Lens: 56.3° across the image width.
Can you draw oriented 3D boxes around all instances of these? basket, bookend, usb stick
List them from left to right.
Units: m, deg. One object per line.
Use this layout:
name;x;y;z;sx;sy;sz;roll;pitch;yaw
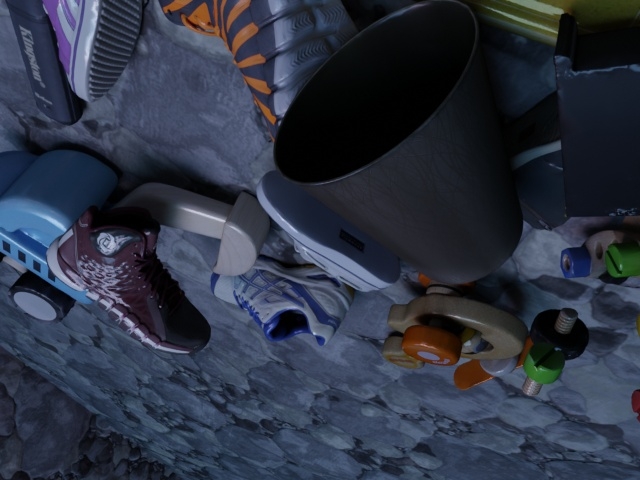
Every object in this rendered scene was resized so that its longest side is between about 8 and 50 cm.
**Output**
usb stick;-0.382;-0.271;0.823;0.077;0.045;0.278;23;145;4
basket;0.098;-0.068;0.564;0.154;0.204;0.227;42;178;46
bookend;0.271;-0.100;0.466;0.156;0.072;0.157;-1;133;28

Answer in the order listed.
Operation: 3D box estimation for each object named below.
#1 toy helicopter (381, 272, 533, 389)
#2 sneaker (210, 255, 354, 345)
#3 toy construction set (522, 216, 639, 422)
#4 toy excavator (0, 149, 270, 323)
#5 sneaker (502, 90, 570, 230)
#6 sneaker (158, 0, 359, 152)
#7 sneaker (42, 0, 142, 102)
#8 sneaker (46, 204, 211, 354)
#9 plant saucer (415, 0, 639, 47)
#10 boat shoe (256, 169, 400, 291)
toy helicopter;0.208;0.165;0.974;0.235;0.140;0.355;21;156;-9
sneaker;-0.093;0.107;1.054;0.296;0.131;0.112;2;140;32
toy construction set;0.386;0.033;0.571;0.309;0.257;0.237;16;134;15
toy excavator;-0.365;-0.029;1.008;0.433;0.222;0.445;38;135;-19
sneaker;0.266;-0.086;0.633;0.118;0.083;0.222;31;155;-15
sneaker;-0.061;-0.205;0.616;0.180;0.124;0.321;8;117;46
sneaker;-0.297;-0.305;0.691;0.161;0.102;0.282;28;135;3
sneaker;-0.255;0.052;0.894;0.281;0.106;0.162;36;119;-18
plant saucer;0.172;-0.282;0.431;0.333;0.081;0.333;21;144;7
boat shoe;0.000;0.000;0.887;0.258;0.095;0.084;39;139;-16
